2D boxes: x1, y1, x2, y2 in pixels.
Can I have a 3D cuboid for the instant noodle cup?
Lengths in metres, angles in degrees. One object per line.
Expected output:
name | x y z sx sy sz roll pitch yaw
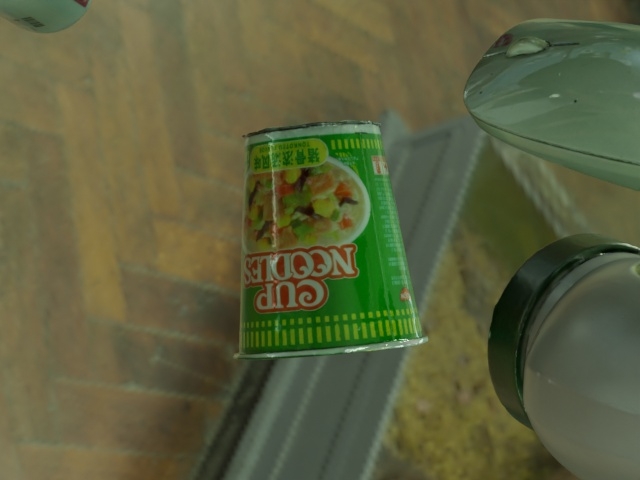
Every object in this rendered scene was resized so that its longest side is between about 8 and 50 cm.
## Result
instant noodle cup | 0.000 0.000 1.739 0.207 0.207 0.232 -2 86 -62

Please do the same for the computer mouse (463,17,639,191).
computer mouse | 0.266 -0.127 1.427 0.159 0.288 0.097 -53 155 -32

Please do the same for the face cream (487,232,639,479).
face cream | 0.334 0.131 1.528 0.312 0.357 0.219 -5 104 -29

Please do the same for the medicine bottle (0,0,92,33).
medicine bottle | -0.256 -0.231 1.355 0.217 0.090 0.090 26 49 -76
